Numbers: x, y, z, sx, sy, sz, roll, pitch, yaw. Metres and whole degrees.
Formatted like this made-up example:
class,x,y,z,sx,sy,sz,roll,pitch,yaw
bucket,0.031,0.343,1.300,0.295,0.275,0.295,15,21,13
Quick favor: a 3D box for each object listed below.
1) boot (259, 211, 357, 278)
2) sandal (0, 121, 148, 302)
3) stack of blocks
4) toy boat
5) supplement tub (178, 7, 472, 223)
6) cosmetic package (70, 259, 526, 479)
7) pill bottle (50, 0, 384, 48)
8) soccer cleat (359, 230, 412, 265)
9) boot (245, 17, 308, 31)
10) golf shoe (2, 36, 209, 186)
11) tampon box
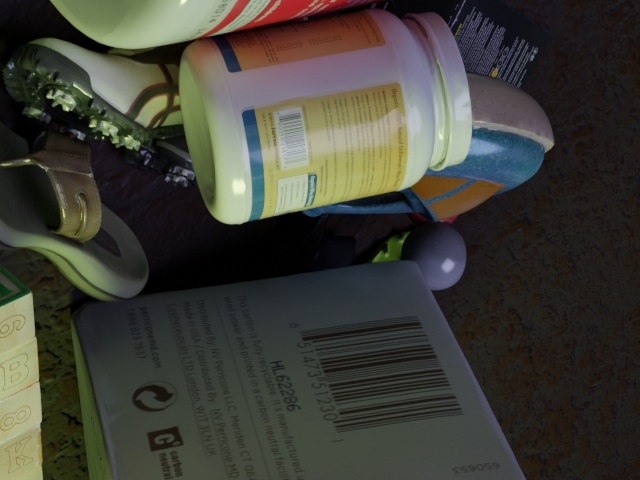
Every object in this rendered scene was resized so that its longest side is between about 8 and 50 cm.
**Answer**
class,x,y,z,sx,sy,sz,roll,pitch,yaw
boot,0.001,0.000,1.557,0.099,0.045,0.121,13,113,-50
sandal,-0.203,-0.042,1.219,0.086,0.120,0.303,-24,155,14
stack of blocks,-0.298,0.130,1.205,0.087,0.171,0.297,-26,135,-35
toy boat,0.085,-0.052,1.435,0.318,0.268,0.148,44,44,-71
supplement tub,0.002,-0.099,1.202,0.200,0.144,0.144,-12,129,-13
cosmetic package,-0.029,0.282,1.396,0.327,0.329,0.393,-8,125,-12
pill bottle,-0.009,-0.285,1.174,0.408,0.229,0.229,-18,129,-41
soccer cleat,0.066,0.044,1.665,0.179,0.060,0.072,-30,155,-31
boot,-0.043,-0.165,1.316,0.059,0.158,0.084,-14,135,10
golf shoe,-0.151,-0.126,1.262,0.273,0.105,0.120,25,80,-59
tampon box,0.116,-0.193,1.477,0.161,0.120,0.101,19,101,-53
